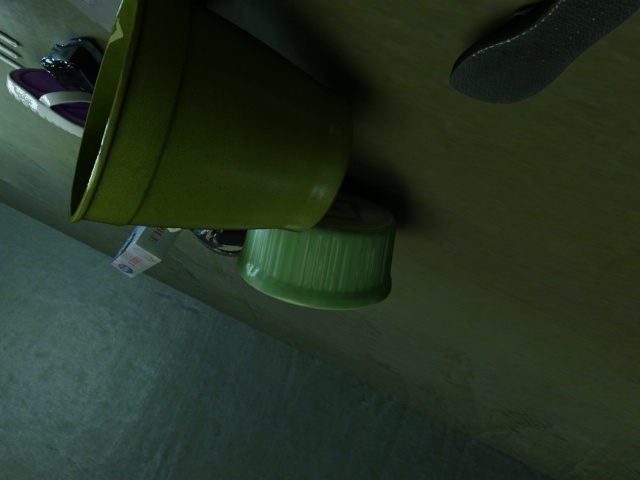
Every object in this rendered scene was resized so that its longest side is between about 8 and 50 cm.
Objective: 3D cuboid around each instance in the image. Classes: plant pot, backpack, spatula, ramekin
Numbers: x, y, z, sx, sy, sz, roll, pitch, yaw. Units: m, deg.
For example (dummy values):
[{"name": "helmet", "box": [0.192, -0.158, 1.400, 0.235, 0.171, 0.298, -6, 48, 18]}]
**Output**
[{"name": "plant pot", "box": [-0.155, -0.162, 0.997, 0.353, 0.366, 0.366, 15, 166, -25]}, {"name": "backpack", "box": [-0.499, -0.359, 1.343, 0.114, 0.084, 0.105, 13, 155, 27]}, {"name": "spatula", "box": [-0.808, -0.489, 1.530, 0.242, 0.019, 0.168, 32, 158, -8]}, {"name": "ramekin", "box": [0.000, 0.000, 1.257, 0.304, 0.148, 0.303, 9, -161, -3]}]

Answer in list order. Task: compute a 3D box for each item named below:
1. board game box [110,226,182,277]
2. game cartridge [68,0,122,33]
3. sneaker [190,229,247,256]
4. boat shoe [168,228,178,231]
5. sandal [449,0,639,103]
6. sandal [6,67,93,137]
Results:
[{"name": "board game box", "box": [-0.321, -0.080, 1.433, 0.066, 0.318, 0.318, 36, 157, -16]}, {"name": "game cartridge", "box": [-0.410, -0.474, 1.012, 0.355, 0.068, 0.230, 38, 161, -22]}, {"name": "sneaker", "box": [-0.299, -0.063, 1.711, 0.341, 0.125, 0.139, 21, 153, 15]}, {"name": "boat shoe", "box": [-0.232, -0.149, 1.195, 0.109, 0.304, 0.091, -13, 134, 33]}, {"name": "sandal", "box": [0.253, -0.233, 0.748, 0.097, 0.054, 0.255, 30, 150, -22]}, {"name": "sandal", "box": [-0.521, -0.311, 1.434, 0.417, 0.169, 0.102, 22, 125, 13]}]
